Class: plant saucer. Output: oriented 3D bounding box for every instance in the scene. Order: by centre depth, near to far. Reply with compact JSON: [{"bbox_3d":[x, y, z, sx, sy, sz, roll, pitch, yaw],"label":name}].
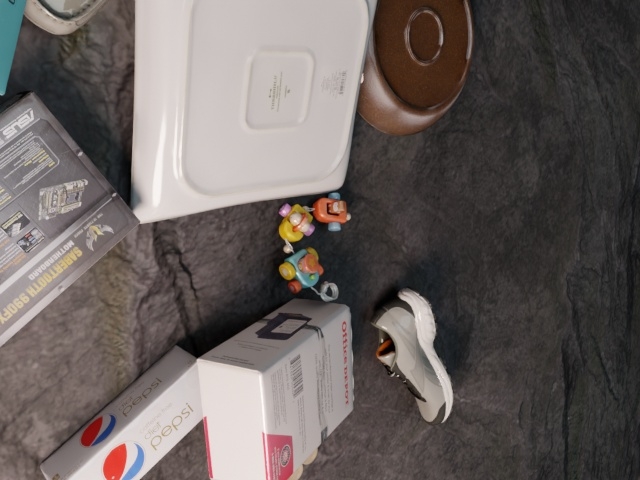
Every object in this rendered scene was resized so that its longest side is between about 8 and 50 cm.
[{"bbox_3d":[0.152,-0.322,0.980,0.310,0.050,0.311,-11,107,-38],"label":"plant saucer"}]

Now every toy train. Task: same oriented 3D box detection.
[{"bbox_3d":[0.000,0.000,0.895,0.125,0.046,0.166,13,70,-30],"label":"toy train"}]

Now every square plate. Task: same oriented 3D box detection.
[{"bbox_3d":[-0.063,-0.196,0.769,0.344,0.049,0.347,-12,124,-38],"label":"square plate"}]

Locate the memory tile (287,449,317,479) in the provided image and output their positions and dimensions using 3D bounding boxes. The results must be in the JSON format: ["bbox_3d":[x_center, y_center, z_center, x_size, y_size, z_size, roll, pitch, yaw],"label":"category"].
[{"bbox_3d":[-0.073,0.353,0.961,0.148,0.012,0.113,-47,124,-21],"label":"memory tile"}]

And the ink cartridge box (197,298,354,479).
[{"bbox_3d":[-0.049,0.199,0.841,0.237,0.100,0.172,-27,117,-58],"label":"ink cartridge box"}]

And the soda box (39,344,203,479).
[{"bbox_3d":[-0.230,0.236,0.770,0.216,0.069,0.074,-42,123,-26],"label":"soda box"}]

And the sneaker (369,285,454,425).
[{"bbox_3d":[0.155,0.214,1.075,0.108,0.100,0.272,-27,113,-17],"label":"sneaker"}]

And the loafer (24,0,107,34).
[{"bbox_3d":[-0.209,-0.360,0.632,0.112,0.111,0.319,29,81,-39],"label":"loafer"}]

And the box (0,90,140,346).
[{"bbox_3d":[-0.334,-0.014,0.640,0.231,0.056,0.183,-47,125,-22],"label":"box"}]

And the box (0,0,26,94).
[{"bbox_3d":[-0.322,-0.268,0.562,0.100,0.060,0.244,13,90,-1],"label":"box"}]
